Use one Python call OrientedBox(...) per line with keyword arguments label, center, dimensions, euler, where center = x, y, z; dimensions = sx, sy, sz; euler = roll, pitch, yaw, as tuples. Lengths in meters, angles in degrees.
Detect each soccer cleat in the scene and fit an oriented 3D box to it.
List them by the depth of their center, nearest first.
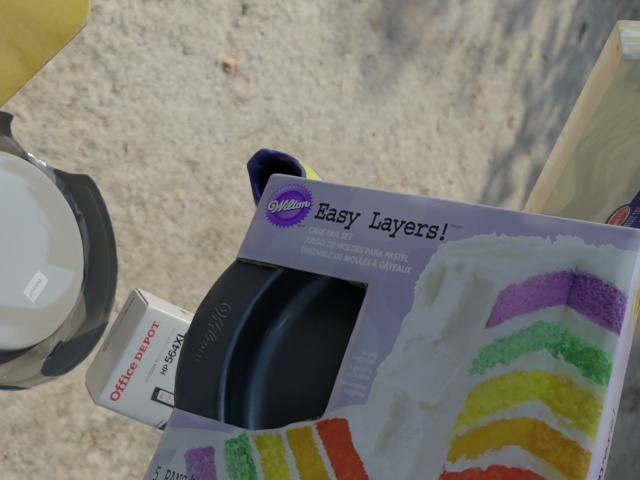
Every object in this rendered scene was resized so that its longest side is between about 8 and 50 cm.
OrientedBox(label="soccer cleat", center=(-0.001, 0.001, 0.915), dimensions=(0.093, 0.289, 0.121), euler=(-41, 134, 3))

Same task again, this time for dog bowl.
OrientedBox(label="dog bowl", center=(-0.414, 0.017, 1.081), dimensions=(0.348, 0.102, 0.349), euler=(23, 62, -51))

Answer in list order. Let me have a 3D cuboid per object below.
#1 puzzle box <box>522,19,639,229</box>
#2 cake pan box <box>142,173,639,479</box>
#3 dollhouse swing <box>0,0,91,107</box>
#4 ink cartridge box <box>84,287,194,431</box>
OrientedBox(label="puzzle box", center=(0.412, -0.099, 1.021), dimensions=(0.409, 0.272, 0.052), euler=(96, -4, -63))
OrientedBox(label="cake pan box", center=(0.041, 0.090, 0.533), dimensions=(0.246, 0.266, 0.070), euler=(-67, 151, -21))
OrientedBox(label="dollhouse swing", center=(-0.332, -0.168, 0.407), dimensions=(0.347, 0.315, 0.305), euler=(-47, 131, -8))
OrientedBox(label="ink cartridge box", center=(-0.186, 0.175, 1.161), dimensions=(0.203, 0.086, 0.148), euler=(28, 91, -27))
